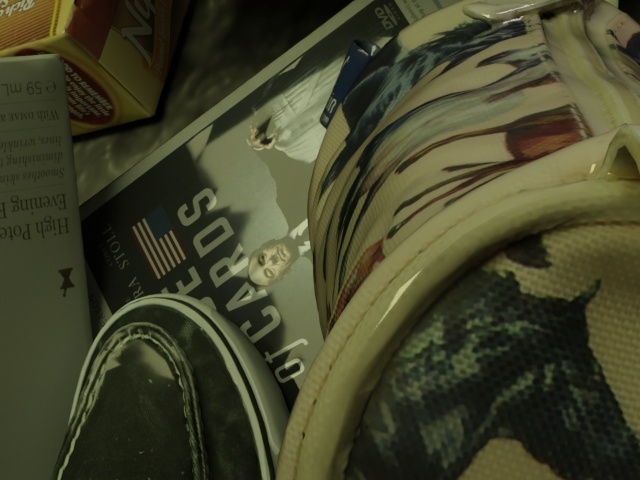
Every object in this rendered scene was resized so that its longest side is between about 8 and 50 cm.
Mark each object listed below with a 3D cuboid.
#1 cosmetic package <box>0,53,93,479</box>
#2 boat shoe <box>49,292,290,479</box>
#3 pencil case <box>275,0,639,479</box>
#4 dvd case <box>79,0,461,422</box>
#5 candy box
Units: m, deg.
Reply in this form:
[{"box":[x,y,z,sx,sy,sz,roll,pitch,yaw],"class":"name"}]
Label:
[{"box":[-0.171,0.036,0.827,0.085,0.117,0.231,-3,97,41],"class":"cosmetic package"},{"box":[-0.079,0.149,0.724,0.113,0.105,0.306,-10,60,24],"class":"boat shoe"},{"box":[0.072,0.014,0.549,0.159,0.184,0.410,-1,12,1],"class":"pencil case"},{"box":[0.000,0.000,0.828,0.238,0.029,0.179,-36,60,11],"class":"dvd case"},{"box":[-0.223,-0.140,1.116,0.316,0.087,0.183,-10,53,33],"class":"candy box"}]
